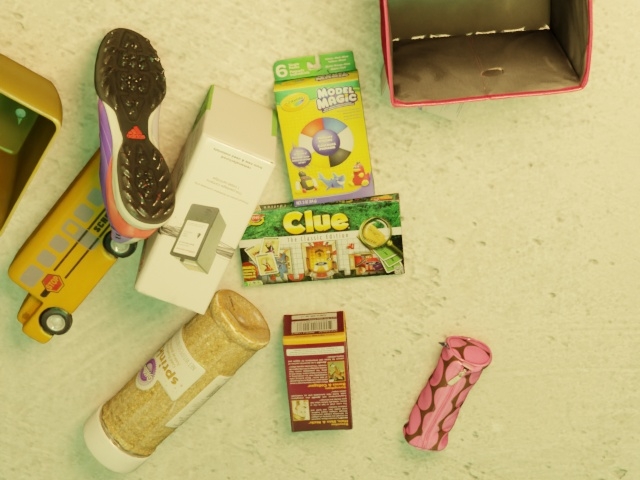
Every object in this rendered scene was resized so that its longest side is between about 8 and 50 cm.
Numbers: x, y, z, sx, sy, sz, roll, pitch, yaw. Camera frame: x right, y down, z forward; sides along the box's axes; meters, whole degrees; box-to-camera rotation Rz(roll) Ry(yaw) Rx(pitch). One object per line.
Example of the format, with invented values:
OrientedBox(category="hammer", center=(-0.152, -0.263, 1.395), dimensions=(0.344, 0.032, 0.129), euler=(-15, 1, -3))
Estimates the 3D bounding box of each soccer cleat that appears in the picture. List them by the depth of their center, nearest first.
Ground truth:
OrientedBox(category="soccer cleat", center=(-0.277, -0.150, 1.673), dimensions=(0.109, 0.318, 0.116), euler=(3, 156, -32))

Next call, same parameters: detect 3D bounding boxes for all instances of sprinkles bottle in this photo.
OrientedBox(category="sprinkles bottle", center=(-0.238, 0.233, 1.938), dimensions=(0.121, 0.121, 0.355), euler=(39, 111, -18))

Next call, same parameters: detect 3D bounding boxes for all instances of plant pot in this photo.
OrientedBox(category="plant pot", center=(-0.489, -0.170, 1.688), dimensions=(0.212, 0.187, 0.212), euler=(29, 115, -13))

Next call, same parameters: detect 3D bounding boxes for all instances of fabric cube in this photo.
OrientedBox(category="fabric cube", center=(0.204, -0.345, 1.551), dimensions=(0.259, 0.258, 0.254), euler=(-4, 117, 3))

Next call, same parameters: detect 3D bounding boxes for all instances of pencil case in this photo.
OrientedBox(category="pencil case", center=(0.206, 0.259, 1.960), dimensions=(0.095, 0.098, 0.209), euler=(16, 118, -8))

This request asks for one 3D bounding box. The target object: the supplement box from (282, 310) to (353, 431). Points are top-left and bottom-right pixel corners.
OrientedBox(category="supplement box", center=(-0.004, 0.217, 1.949), dimensions=(0.104, 0.081, 0.188), euler=(-3, 118, 2))

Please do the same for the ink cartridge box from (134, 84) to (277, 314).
OrientedBox(category="ink cartridge box", center=(-0.167, -0.061, 1.736), dimensions=(0.115, 0.198, 0.273), euler=(21, 116, -12))

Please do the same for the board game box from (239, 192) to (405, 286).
OrientedBox(category="board game box", center=(0.000, 0.000, 1.864), dimensions=(0.260, 0.030, 0.136), euler=(-5, 116, 3))

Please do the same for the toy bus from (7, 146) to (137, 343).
OrientedBox(category="toy bus", center=(-0.370, 0.003, 1.822), dimensions=(0.130, 0.108, 0.332), euler=(36, 113, -16))

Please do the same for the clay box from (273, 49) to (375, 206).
OrientedBox(category="clay box", center=(0.005, -0.166, 1.762), dimensions=(0.127, 0.053, 0.222), euler=(-8, 118, 4))

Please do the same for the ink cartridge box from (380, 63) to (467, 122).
OrientedBox(category="ink cartridge box", center=(0.150, -0.227, 1.707), dimensions=(0.122, 0.088, 0.052), euler=(19, 119, -9))
